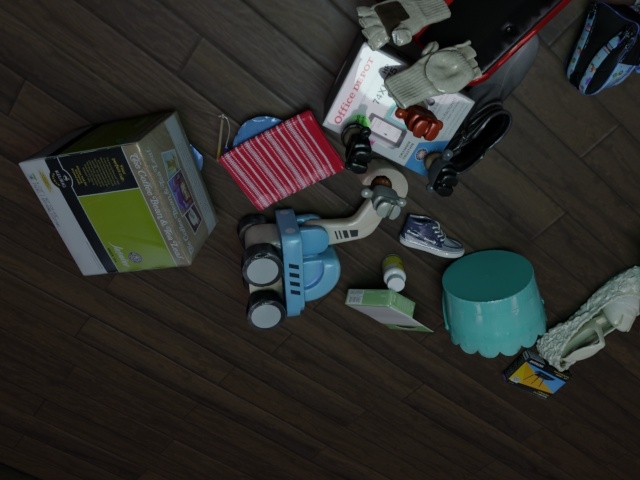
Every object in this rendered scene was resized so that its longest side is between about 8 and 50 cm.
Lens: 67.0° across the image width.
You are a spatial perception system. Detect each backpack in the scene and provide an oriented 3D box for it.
[{"bbox_3d":[0.637,-0.413,1.069,0.117,0.158,0.173,-3,136,-17],"label":"backpack"}]

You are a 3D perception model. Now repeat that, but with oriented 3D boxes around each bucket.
[{"bbox_3d":[0.475,0.165,1.348,0.281,0.281,0.183,-14,117,10],"label":"bucket"}]

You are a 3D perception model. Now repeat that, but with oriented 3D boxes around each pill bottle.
[{"bbox_3d":[0.212,0.095,1.398,0.065,0.116,0.065,1,121,2],"label":"pill bottle"}]

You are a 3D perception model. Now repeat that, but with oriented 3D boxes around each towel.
[{"bbox_3d":[-0.096,-0.199,1.253,0.275,0.031,0.199,-24,127,14],"label":"towel"}]

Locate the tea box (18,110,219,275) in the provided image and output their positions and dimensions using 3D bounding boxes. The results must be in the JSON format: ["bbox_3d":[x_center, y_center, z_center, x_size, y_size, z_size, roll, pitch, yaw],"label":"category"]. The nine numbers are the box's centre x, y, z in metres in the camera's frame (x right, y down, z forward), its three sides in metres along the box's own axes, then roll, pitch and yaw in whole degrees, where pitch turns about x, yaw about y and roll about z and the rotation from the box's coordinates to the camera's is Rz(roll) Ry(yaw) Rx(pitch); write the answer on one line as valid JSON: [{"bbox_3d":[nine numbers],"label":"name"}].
[{"bbox_3d":[-0.482,-0.114,1.218,0.324,0.220,0.329,-5,122,15],"label":"tea box"}]

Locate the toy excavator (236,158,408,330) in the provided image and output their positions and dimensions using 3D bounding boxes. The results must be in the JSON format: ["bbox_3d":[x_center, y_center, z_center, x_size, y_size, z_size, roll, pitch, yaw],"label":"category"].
[{"bbox_3d":[0.000,0.000,1.326,0.445,0.222,0.433,-6,121,-10],"label":"toy excavator"}]

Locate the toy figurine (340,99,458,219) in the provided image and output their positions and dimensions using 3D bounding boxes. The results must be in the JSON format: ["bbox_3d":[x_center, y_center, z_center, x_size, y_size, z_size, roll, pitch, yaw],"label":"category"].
[{"bbox_3d":[0.164,-0.171,1.006,0.213,0.148,0.209,-26,123,14],"label":"toy figurine"}]

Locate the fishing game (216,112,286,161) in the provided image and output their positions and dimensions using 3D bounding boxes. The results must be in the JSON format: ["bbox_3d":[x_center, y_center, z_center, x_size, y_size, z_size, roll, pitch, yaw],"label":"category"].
[{"bbox_3d":[-0.136,-0.239,1.261,0.264,0.041,0.189,5,128,-7],"label":"fishing game"}]

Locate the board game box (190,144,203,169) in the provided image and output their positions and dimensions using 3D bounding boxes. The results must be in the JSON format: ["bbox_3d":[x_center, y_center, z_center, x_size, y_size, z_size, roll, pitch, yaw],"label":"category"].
[{"bbox_3d":[-0.389,-0.231,1.278,0.133,0.033,0.168,-33,112,26],"label":"board game box"}]

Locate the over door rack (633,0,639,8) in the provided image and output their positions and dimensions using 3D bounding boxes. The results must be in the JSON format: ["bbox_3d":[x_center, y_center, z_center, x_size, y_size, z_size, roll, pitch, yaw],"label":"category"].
[{"bbox_3d":[0.647,-0.651,0.952,0.240,0.108,0.324,14,120,-5],"label":"over door rack"}]

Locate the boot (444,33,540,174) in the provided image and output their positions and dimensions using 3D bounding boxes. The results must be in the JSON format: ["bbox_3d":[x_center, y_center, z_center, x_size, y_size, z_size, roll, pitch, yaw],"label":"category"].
[{"bbox_3d":[0.395,-0.311,1.092,0.118,0.222,0.338,26,118,-12],"label":"boot"}]

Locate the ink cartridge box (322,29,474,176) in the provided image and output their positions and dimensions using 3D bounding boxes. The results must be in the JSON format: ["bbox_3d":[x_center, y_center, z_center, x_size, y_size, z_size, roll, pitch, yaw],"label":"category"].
[{"bbox_3d":[0.165,-0.317,1.111,0.270,0.197,0.198,23,118,-11],"label":"ink cartridge box"}]

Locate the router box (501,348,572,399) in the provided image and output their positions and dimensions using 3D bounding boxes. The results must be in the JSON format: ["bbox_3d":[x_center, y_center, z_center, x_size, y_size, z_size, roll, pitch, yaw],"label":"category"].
[{"bbox_3d":[0.728,0.453,1.631,0.179,0.046,0.133,25,118,-12],"label":"router box"}]

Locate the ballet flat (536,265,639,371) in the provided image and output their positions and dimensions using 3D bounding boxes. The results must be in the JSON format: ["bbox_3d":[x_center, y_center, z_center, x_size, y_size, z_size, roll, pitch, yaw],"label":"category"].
[{"bbox_3d":[0.847,0.256,1.463,0.147,0.147,0.409,32,116,-16],"label":"ballet flat"}]

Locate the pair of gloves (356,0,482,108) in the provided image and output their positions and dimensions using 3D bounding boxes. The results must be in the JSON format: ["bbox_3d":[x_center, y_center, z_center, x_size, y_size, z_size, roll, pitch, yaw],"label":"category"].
[{"bbox_3d":[0.197,-0.385,0.951,0.204,0.042,0.240,-20,77,-12],"label":"pair of gloves"}]

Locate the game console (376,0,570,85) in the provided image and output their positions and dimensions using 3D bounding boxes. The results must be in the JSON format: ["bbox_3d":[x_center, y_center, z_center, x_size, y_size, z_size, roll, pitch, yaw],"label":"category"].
[{"bbox_3d":[0.338,-0.560,0.995,0.386,0.060,0.342,-43,87,23],"label":"game console"}]

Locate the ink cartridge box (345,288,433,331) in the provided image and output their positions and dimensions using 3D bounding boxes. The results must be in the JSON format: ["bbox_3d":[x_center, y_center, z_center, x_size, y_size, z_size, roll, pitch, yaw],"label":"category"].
[{"bbox_3d":[0.213,0.211,1.457,0.235,0.056,0.171,30,156,-37],"label":"ink cartridge box"}]

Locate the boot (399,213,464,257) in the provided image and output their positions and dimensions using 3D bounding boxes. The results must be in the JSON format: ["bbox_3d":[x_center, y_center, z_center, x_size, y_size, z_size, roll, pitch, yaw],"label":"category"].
[{"bbox_3d":[0.323,-0.013,1.357,0.190,0.069,0.086,12,123,-3],"label":"boot"}]
